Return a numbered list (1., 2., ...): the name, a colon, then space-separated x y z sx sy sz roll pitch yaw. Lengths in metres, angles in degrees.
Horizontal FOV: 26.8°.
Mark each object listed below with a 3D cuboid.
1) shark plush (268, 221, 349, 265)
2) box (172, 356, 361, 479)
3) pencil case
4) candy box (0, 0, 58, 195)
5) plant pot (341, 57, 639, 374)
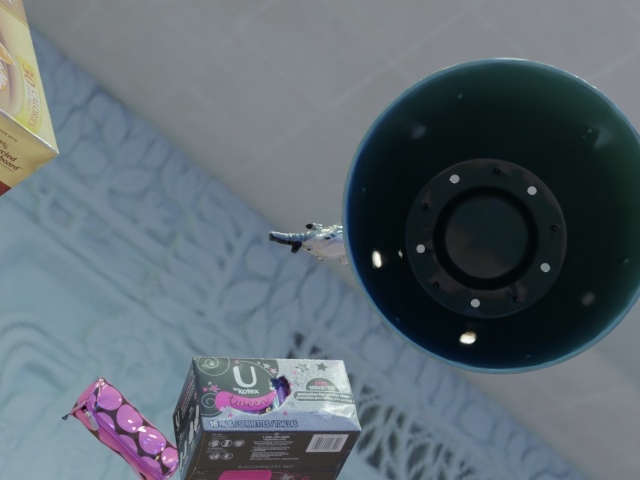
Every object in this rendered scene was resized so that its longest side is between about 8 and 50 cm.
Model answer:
1. shark plush: 0.000 0.000 1.918 0.067 0.161 0.073 -123 -151 -43
2. box: -0.086 0.276 2.050 0.247 0.142 0.163 2 -43 -20
3. pencil case: -0.327 0.331 2.257 0.209 0.095 0.098 42 1 -7
4. candy box: -0.330 -0.199 1.111 0.087 0.316 0.183 -34 -40 14
5. plant pot: 0.171 -0.013 1.342 0.293 0.293 0.235 25 -4 5
